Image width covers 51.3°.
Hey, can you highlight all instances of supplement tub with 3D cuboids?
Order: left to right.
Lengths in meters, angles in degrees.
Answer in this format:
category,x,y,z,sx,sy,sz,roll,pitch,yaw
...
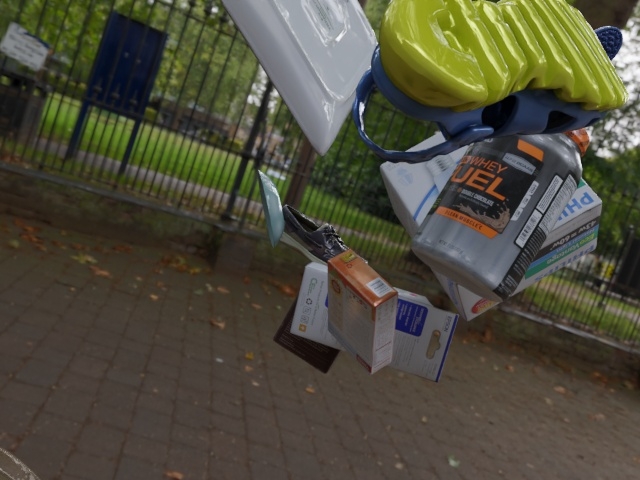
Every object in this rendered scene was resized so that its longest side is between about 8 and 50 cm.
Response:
category,x,y,z,sx,sy,sz,roll,pitch,yaw
supplement tub,0.333,-0.075,1.218,0.207,0.338,0.207,32,-4,2

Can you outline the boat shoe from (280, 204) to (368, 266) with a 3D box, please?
category,x,y,z,sx,sy,sz,roll,pitch,yaw
boat shoe,0.000,0.000,1.691,0.285,0.092,0.103,29,23,22

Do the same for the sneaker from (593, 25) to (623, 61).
category,x,y,z,sx,sy,sz,roll,pitch,yaw
sneaker,0.532,-0.365,1.419,0.081,0.232,0.090,39,25,-13

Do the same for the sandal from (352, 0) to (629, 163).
category,x,y,z,sx,sy,sz,roll,pitch,yaw
sandal,0.145,-0.136,0.585,0.317,0.126,0.138,-7,-23,-36

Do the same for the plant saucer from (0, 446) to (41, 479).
category,x,y,z,sx,sy,sz,roll,pitch,yaw
plant saucer,-0.565,0.462,1.179,0.278,0.041,0.278,45,-6,6

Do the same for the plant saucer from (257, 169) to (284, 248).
category,x,y,z,sx,sy,sz,roll,pitch,yaw
plant saucer,-0.116,-0.079,1.608,0.037,0.195,0.195,-12,9,-7

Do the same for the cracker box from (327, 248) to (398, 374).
category,x,y,z,sx,sy,sz,roll,pitch,yaw
cracker box,0.084,0.152,1.396,0.067,0.232,0.156,-27,50,-25

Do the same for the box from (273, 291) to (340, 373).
category,x,y,z,sx,sy,sz,roll,pitch,yaw
box,0.012,0.202,1.738,0.167,0.203,0.168,32,16,8

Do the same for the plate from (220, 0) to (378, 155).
category,x,y,z,sx,sy,sz,roll,pitch,yaw
plate,-0.009,-0.295,0.884,0.045,0.278,0.277,-17,-61,35

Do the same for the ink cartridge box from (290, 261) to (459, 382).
category,x,y,z,sx,sy,sz,roll,pitch,yaw
ink cartridge box,0.122,0.188,1.559,0.371,0.175,0.069,18,16,15

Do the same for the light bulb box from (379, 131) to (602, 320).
category,x,y,z,sx,sy,sz,roll,pitch,yaw
light bulb box,0.386,-0.075,1.543,0.361,0.358,0.225,61,2,32
